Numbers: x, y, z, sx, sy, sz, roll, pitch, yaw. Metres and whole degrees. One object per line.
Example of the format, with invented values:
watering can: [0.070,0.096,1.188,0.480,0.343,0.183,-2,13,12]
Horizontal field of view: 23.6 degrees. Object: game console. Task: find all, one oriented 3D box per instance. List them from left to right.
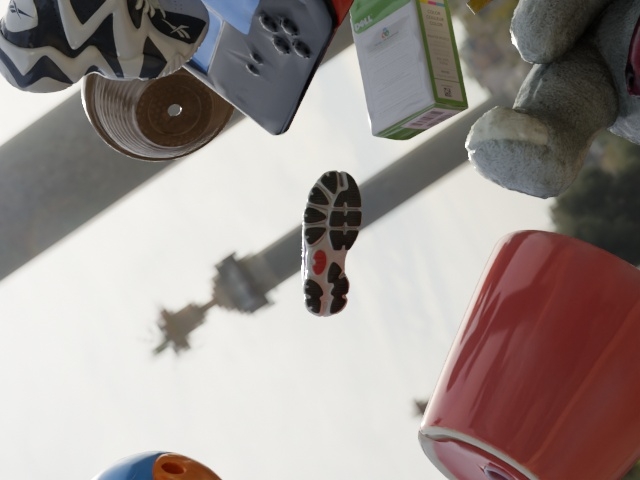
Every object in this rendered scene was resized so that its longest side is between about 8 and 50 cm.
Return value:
game console: [-0.154,-0.287,1.543,0.386,0.060,0.342,38,153,2]

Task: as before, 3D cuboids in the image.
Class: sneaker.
sneaker: [-0.178,-0.226,1.362,0.235,0.153,0.094,-14,-130,-39]
sneaker: [0.000,0.000,1.728,0.068,0.170,0.071,4,-163,-18]

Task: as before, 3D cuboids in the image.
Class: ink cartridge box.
ink cartridge box: [0.098,-0.234,1.792,0.062,0.109,0.209,3,-110,-41]

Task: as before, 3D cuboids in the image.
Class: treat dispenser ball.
treat dispenser ball: [-0.262,0.481,2.456,0.288,0.288,0.288,54,-169,-15]

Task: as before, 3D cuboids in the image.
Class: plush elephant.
plush elephant: [0.283,-0.179,1.032,0.272,0.255,0.330,20,-136,3]

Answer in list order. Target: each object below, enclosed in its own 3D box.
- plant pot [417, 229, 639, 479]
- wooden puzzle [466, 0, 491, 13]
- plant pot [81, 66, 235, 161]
plant pot: [0.248,0.165,1.656,0.275,0.243,0.275,30,158,14]
wooden puzzle: [0.172,-0.320,1.712,0.116,0.078,0.014,61,-177,2]
plant pot: [-0.227,-0.213,2.265,0.237,0.237,0.110,50,-177,-33]
